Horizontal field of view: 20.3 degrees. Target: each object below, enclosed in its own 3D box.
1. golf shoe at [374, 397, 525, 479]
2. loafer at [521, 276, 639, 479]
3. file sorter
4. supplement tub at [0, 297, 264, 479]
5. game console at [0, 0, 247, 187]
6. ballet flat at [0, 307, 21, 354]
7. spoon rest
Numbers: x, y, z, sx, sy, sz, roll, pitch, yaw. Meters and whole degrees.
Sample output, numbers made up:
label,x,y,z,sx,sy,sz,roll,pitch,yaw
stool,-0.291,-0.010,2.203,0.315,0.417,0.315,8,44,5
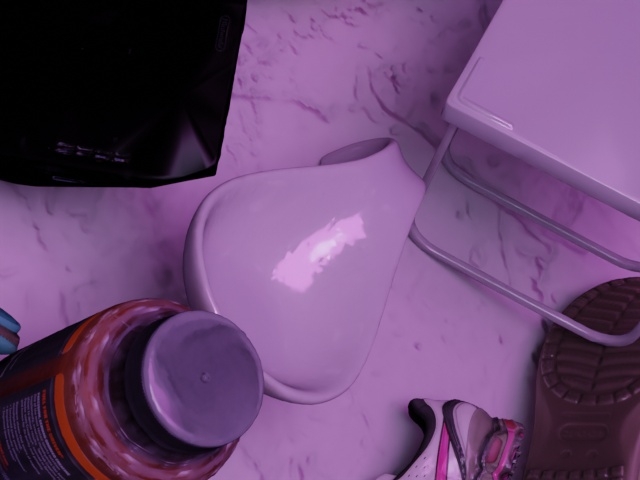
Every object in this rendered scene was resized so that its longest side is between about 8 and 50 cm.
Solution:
label,x,y,z,sx,sy,sz,roll,pitch,yaw
golf shoe,0.065,0.189,1.142,0.086,0.067,0.186,20,66,7
loafer,0.196,0.135,1.224,0.268,0.102,0.092,-63,145,-38
file sorter,0.203,-0.100,1.226,0.193,0.173,0.277,28,58,3
supplement tub,-0.110,0.091,0.960,0.106,0.198,0.106,10,71,-31
game console,-0.142,-0.200,1.067,0.213,0.044,0.361,9,68,-2
ballet flat,-0.280,0.009,0.956,0.247,0.083,0.087,39,82,-18
spoon rest,0.000,0.000,1.071,0.137,0.084,0.276,54,29,-9
